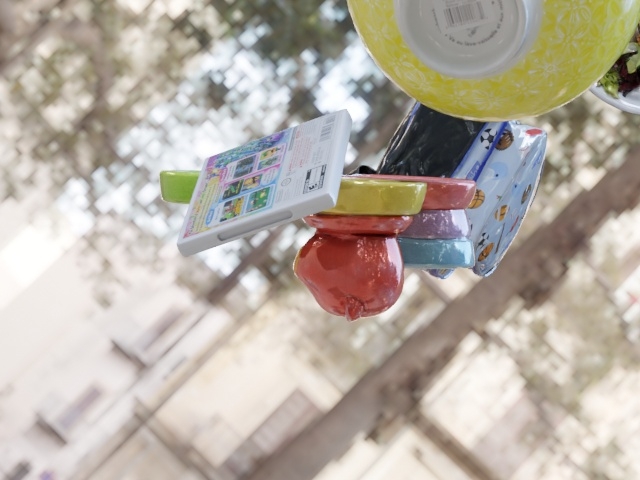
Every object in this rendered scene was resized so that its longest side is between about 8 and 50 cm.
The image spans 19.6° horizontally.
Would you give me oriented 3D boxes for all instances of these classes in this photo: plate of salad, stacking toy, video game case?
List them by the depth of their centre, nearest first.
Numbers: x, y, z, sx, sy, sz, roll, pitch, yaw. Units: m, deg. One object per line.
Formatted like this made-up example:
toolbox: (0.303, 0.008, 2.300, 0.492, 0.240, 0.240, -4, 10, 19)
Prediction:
video game case: (-0.046, -0.051, 1.600, 0.157, 0.143, 0.019, -78, 145, -58)
stacking toy: (0.000, 0.000, 1.818, 0.279, 0.130, 0.309, 3, 3, 23)
plate of salad: (0.378, -0.235, 2.114, 0.200, 0.200, 0.048, 41, -14, 16)

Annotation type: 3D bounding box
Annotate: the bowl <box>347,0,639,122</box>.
bowl: (0.143, -0.226, 1.682, 0.289, 0.289, 0.156, 47, 29, -7)

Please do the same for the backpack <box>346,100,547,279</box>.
backpack: (0.168, -0.075, 2.370, 0.213, 0.276, 0.263, 35, -11, 10)
